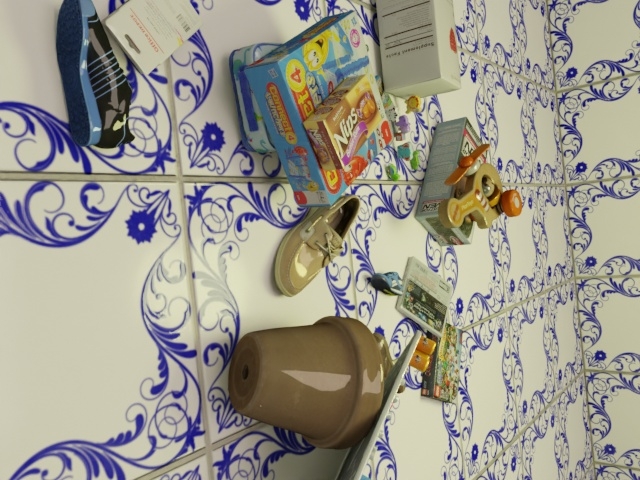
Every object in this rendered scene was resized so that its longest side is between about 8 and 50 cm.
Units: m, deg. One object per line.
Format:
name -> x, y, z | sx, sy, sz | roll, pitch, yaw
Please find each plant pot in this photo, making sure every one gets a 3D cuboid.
plant pot -> -0.046, 0.262, 1.055 | 0.229, 0.263, 0.263 | 14, 74, -29

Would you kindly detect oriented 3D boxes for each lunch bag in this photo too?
lunch bag -> -0.101, -0.297, 1.141 | 0.176, 0.090, 0.219 | -26, 110, -51

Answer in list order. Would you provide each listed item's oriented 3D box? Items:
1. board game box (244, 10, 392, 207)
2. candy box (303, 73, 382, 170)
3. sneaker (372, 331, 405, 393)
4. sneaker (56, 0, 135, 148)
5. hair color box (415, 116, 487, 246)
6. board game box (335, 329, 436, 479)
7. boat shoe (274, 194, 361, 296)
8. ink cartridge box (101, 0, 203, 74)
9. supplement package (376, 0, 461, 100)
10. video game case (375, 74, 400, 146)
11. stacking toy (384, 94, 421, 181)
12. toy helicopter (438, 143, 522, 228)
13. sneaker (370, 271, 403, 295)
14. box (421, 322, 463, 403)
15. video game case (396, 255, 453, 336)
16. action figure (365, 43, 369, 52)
board game box -> 0.014, -0.277, 1.149 | 0.302, 0.086, 0.308 | -50, 129, -40
candy box -> 0.048, -0.235, 1.080 | 0.186, 0.053, 0.109 | -54, 132, -38
sneaker -> 0.156, 0.330, 1.418 | 0.071, 0.066, 0.188 | -34, 107, -29
sneaker -> -0.347, -0.260, 0.857 | 0.090, 0.081, 0.232 | -12, 102, -53
hair color box -> 0.428, -0.188, 1.759 | 0.185, 0.114, 0.374 | 40, 57, -40
board game box -> 0.103, 0.431, 1.143 | 0.390, 0.050, 0.390 | -57, 169, -38
boat shoe -> 0.000, 0.000, 1.225 | 0.109, 0.098, 0.302 | 58, 46, -29
ink cartridge box -> -0.295, -0.365, 0.939 | 0.104, 0.062, 0.181 | 55, 47, -31
supplement package -> 0.282, -0.573, 1.566 | 0.177, 0.175, 0.292 | -7, 91, -58
video game case -> 0.176, -0.366, 1.550 | 0.166, 0.015, 0.119 | 56, 48, -31
stacking toy -> 0.243, -0.292, 1.570 | 0.167, 0.052, 0.221 | -33, 121, -49
toy helicopter -> 0.435, -0.136, 1.573 | 0.355, 0.140, 0.235 | -28, 104, -45
sneaker -> 0.179, 0.107, 1.469 | 0.144, 0.053, 0.059 | 35, 60, -53
box -> 0.376, 0.373, 1.681 | 0.159, 0.044, 0.233 | 28, 64, -46
video game case -> 0.310, 0.166, 1.612 | 0.190, 0.022, 0.173 | 35, 58, -27
action figure -> 0.082, -0.431, 1.412 | 0.137, 0.063, 0.232 | 45, 50, -34
